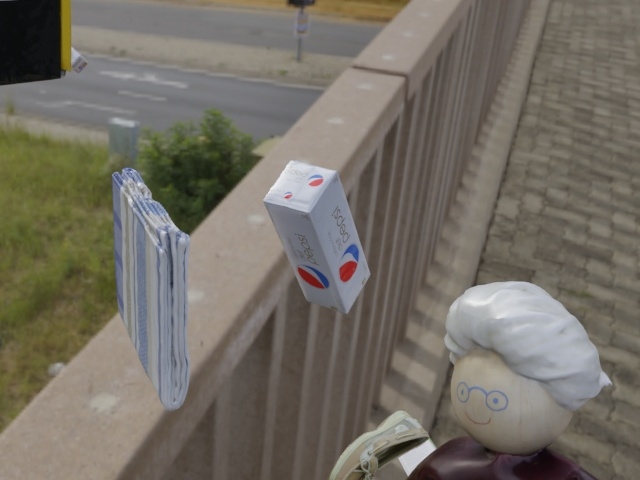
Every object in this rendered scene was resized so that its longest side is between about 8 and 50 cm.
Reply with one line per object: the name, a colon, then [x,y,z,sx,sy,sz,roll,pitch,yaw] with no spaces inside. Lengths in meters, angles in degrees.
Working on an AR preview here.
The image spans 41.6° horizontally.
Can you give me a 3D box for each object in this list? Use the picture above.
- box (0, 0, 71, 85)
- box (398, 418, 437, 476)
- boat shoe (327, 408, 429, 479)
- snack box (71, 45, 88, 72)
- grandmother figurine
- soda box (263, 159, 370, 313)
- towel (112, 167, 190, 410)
box: [-0.307,-0.205,0.472,0.322,0.257,0.079,-15,41,-35]
box: [0.208,0.402,1.104,0.058,0.232,0.322,-34,19,1]
boat shoe: [0.070,0.263,1.027,0.048,0.056,0.153,36,41,29]
snack box: [-0.353,-0.270,0.998,0.178,0.022,0.064,43,0,-8]
grandmother figurine: [0.110,0.194,0.479,0.208,0.342,0.104,2,2,31]
soda box: [0.000,0.000,1.079,0.069,0.216,0.074,16,58,28]
towel: [-0.200,0.044,0.980,0.034,0.209,0.285,-5,20,-23]
